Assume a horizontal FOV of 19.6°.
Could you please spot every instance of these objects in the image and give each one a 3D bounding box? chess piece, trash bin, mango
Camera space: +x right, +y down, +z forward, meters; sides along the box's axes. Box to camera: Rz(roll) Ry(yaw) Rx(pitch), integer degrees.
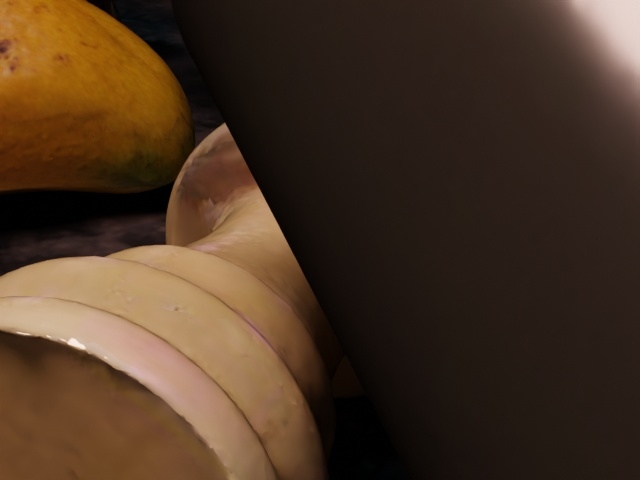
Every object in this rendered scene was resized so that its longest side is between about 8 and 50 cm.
[{"bbox_3d":[0.000,0.000,0.603,0.117,0.117,0.397,11,25,16],"label":"chess piece"},{"bbox_3d":[0.110,0.021,0.390,0.214,0.214,0.334,-12,54,-28],"label":"trash bin"},{"bbox_3d":[-0.134,-0.064,0.737,0.165,0.089,0.115,-4,46,-24],"label":"mango"}]

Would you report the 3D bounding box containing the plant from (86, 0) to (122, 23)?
[{"bbox_3d":[-0.143,-0.161,0.831,0.129,0.132,0.194,11,-10,1],"label":"plant"}]
